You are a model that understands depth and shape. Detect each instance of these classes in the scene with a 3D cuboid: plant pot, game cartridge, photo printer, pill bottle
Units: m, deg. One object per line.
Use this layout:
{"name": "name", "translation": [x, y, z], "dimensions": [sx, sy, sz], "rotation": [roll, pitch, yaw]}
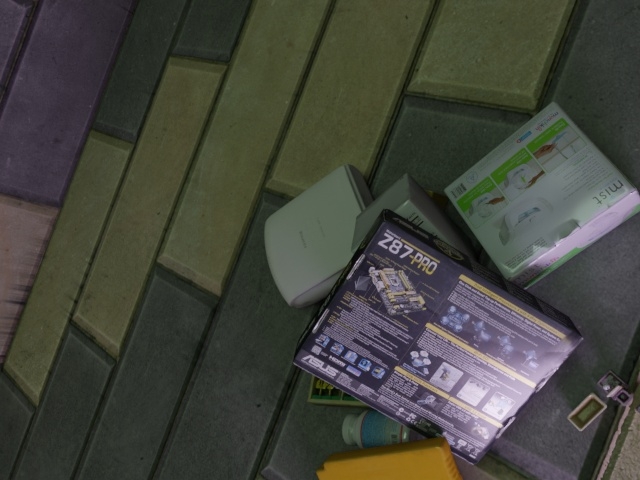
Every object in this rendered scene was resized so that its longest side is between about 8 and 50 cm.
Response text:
{"name": "plant pot", "translation": [0.219, -0.068, 1.240], "dimensions": [0.081, 0.081, 0.083], "rotation": [16, 95, 38]}
{"name": "game cartridge", "translation": [0.162, 0.541, 1.064], "dimensions": [0.285, 0.053, 0.323], "rotation": [-21, 88, 31]}
{"name": "photo printer", "translation": [0.000, 0.000, 1.363], "dimensions": [0.307, 0.107, 0.256], "rotation": [-33, 61, 26]}
{"name": "pill bottle", "translation": [0.129, 0.396, 1.176], "dimensions": [0.160, 0.087, 0.087], "rotation": [-7, 74, 35]}

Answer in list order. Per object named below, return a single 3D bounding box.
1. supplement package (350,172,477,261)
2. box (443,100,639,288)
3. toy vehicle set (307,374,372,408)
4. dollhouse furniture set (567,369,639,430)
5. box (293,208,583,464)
{"name": "supplement package", "translation": [0.185, 0.008, 1.117], "dimensions": [0.149, 0.194, 0.203], "rotation": [-42, 101, 20]}
{"name": "box", "translation": [0.410, -0.079, 1.068], "dimensions": [0.262, 0.127, 0.231], "rotation": [-41, 58, 21]}
{"name": "toy vehicle set", "translation": [0.102, 0.278, 1.235], "dimensions": [0.267, 0.035, 0.166], "rotation": [-9, 59, 35]}
{"name": "dollhouse furniture set", "translation": [0.474, 0.286, 0.952], "dimensions": [0.114, 0.081, 0.091], "rotation": [-52, 54, 14]}
{"name": "box", "translation": [0.196, 0.177, 1.014], "dimensions": [0.395, 0.097, 0.318], "rotation": [30, 110, -3]}
